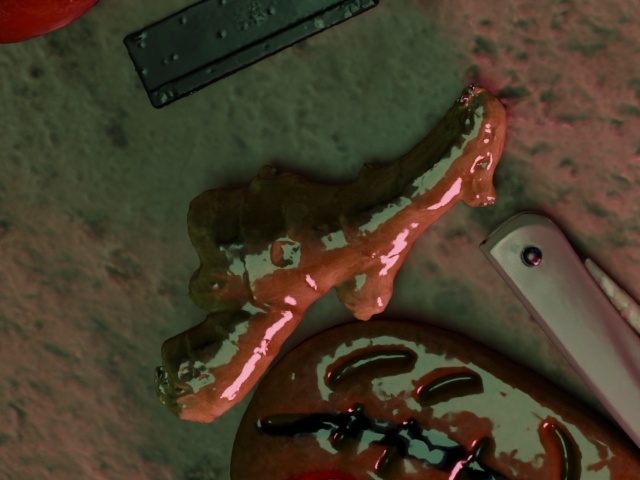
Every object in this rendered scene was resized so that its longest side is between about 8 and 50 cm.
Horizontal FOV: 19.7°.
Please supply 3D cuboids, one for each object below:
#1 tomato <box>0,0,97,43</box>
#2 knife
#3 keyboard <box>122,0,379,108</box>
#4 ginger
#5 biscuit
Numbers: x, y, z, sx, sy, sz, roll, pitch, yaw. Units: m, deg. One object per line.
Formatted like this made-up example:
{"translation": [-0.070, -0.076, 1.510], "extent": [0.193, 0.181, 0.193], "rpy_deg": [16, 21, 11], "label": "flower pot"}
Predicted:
{"translation": [-0.245, -0.247, 1.311], "extent": [0.228, 0.101, 0.228], "rpy_deg": [4, 110, 10], "label": "tomato"}
{"translation": [0.222, 0.084, 1.348], "extent": [0.073, 0.040, 0.265], "rpy_deg": [-40, 96, 16], "label": "knife"}
{"translation": [-0.052, -0.158, 1.339], "extent": [0.195, 0.018, 0.060], "rpy_deg": [-22, 96, 21], "label": "keyboard"}
{"translation": [0.000, 0.000, 1.349], "extent": [0.333, 0.081, 0.148], "rpy_deg": [-31, 78, 12], "label": "ginger"}
{"translation": [0.095, 0.231, 1.426], "extent": [0.367, 0.063, 0.314], "rpy_deg": [31, 114, 1], "label": "biscuit"}
